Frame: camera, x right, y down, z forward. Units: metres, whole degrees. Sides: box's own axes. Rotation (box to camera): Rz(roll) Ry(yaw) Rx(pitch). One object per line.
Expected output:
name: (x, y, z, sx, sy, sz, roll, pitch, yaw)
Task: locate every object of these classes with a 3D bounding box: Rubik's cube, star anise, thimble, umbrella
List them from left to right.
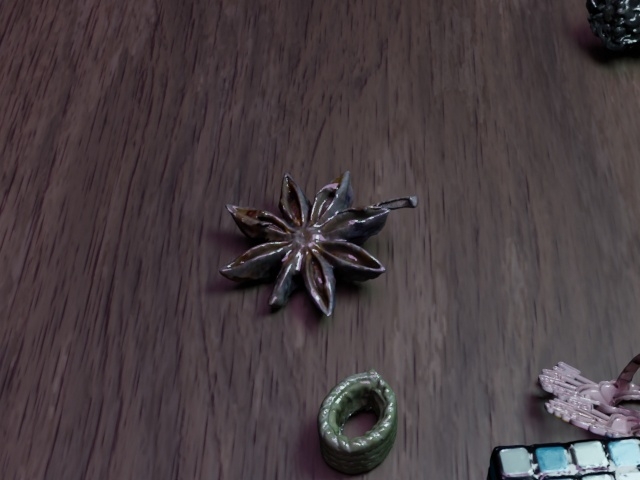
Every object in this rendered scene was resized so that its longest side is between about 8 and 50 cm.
star anise: (0.000, 0.000, 1.353, 0.262, 0.081, 0.230, -19, 50, -1)
thimble: (0.043, 0.199, 1.190, 0.084, 0.062, 0.110, 14, 50, 15)
Rubik's cube: (0.259, 0.308, 1.012, 0.187, 0.182, 0.184, -5, 49, -2)
umbrella: (0.559, -0.379, 1.624, 0.336, 0.154, 0.128, -21, 60, -15)

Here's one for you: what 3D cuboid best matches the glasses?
glasses: (0.315, 0.156, 1.141, 0.162, 0.095, 0.255, 3, 7, 5)
